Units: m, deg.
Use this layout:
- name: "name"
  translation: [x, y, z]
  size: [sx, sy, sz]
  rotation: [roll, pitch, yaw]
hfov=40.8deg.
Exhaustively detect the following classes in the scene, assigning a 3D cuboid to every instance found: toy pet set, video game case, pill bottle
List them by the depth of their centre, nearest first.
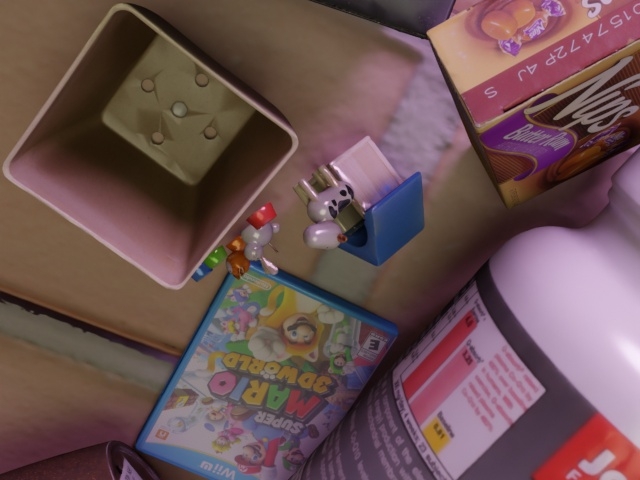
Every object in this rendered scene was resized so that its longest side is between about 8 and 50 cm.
- name: "toy pet set"
  translation: [0.000, 0.000, 0.497]
  size: [0.114, 0.122, 0.065]
  rotation: [-38, 92, -28]
- name: "pill bottle"
  translation: [0.135, 0.124, 0.497]
  size: [0.210, 0.210, 0.363]
  rotation: [33, 109, -15]
- name: "video game case"
  translation: [-0.039, 0.101, 0.588]
  size: [0.119, 0.015, 0.166]
  rotation: [26, 111, -13]

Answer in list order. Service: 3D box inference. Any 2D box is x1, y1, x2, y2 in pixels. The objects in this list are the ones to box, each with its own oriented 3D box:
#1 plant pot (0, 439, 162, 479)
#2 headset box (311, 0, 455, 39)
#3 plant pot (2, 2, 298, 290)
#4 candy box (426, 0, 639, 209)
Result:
- name: "plant pot"
  translation: [-0.201, 0.241, 0.559]
  size: [0.230, 0.215, 0.215]
  rotation: [-36, 111, -3]
- name: "headset box"
  translation: [-0.025, -0.248, 0.366]
  size: [0.283, 0.131, 0.246]
  rotation: [15, 113, -9]
- name: "plant pot"
  translation: [-0.085, -0.060, 0.467]
  size: [0.109, 0.096, 0.109]
  rotation: [36, 108, -14]
- name: "candy box"
  translation: [0.124, -0.076, 0.424]
  size: [0.109, 0.187, 0.053]
  rotation: [-27, 76, 10]
